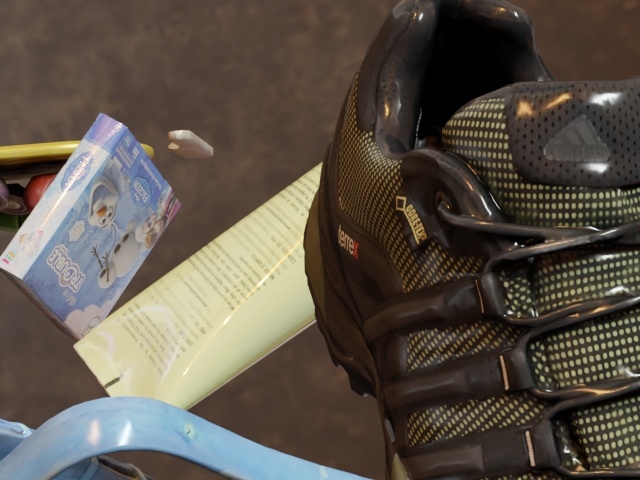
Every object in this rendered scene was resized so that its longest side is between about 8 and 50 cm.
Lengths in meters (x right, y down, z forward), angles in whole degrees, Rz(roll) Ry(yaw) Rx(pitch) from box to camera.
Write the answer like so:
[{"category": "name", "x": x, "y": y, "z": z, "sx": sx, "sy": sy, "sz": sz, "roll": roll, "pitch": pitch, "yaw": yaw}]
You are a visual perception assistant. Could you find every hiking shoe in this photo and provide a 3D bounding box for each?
[{"category": "hiking shoe", "x": 0.050, "y": 0.025, "z": 0.420, "sx": 0.114, "sy": 0.086, "sz": 0.227, "roll": 91, "pitch": -22, "yaw": -43}]

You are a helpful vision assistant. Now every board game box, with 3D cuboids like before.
[{"category": "board game box", "x": -0.111, "y": -0.004, "z": 0.964, "sx": 0.020, "sy": 0.090, "sz": 0.090, "roll": 28, "pitch": -13, "yaw": 24}]

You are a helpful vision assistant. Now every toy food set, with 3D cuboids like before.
[{"category": "toy food set", "x": -0.177, "y": -0.023, "z": 1.294, "sx": 0.128, "sy": 0.218, "sz": 0.071, "roll": 123, "pitch": -38, "yaw": -85}]

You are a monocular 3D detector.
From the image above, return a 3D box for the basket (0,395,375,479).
[{"category": "basket", "x": -0.096, "y": 0.175, "z": 0.886, "sx": 0.255, "sy": 0.289, "sz": 0.201, "roll": 25, "pitch": 35, "yaw": -41}]

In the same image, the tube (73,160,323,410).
[{"category": "tube", "x": 0.000, "y": 0.000, "z": 0.897, "sx": 0.062, "sy": 0.240, "sz": 0.070, "roll": 54, "pitch": -9, "yaw": 7}]
